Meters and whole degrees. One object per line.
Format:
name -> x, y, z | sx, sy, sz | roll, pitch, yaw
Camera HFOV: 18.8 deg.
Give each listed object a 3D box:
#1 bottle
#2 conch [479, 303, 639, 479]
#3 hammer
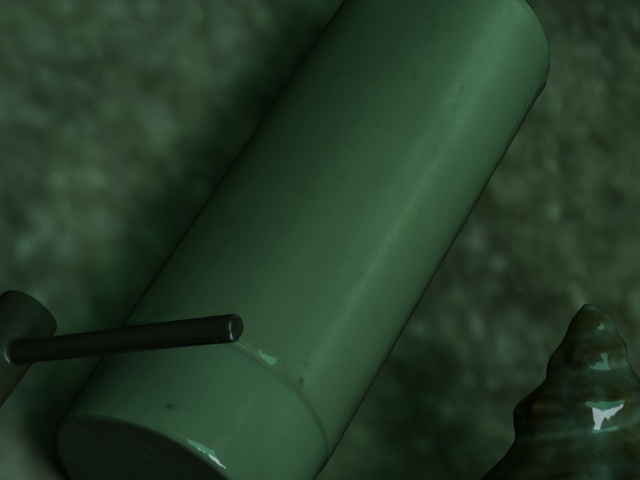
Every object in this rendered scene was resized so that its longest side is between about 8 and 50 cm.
bottle -> 0.000, 0.000, 0.583 | 0.072, 0.072, 0.201 | 39, 56, -10
conch -> 0.076, 0.136, 0.556 | 0.137, 0.114, 0.233 | -19, 115, -25
hammer -> -0.059, 0.029, 0.516 | 0.019, 0.110, 0.035 | 53, 51, -27
